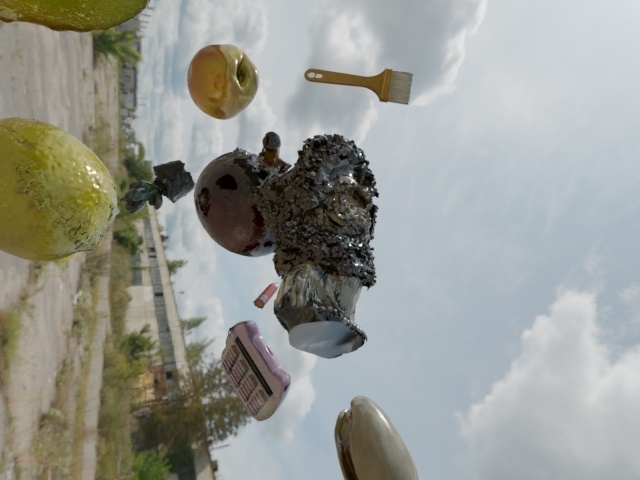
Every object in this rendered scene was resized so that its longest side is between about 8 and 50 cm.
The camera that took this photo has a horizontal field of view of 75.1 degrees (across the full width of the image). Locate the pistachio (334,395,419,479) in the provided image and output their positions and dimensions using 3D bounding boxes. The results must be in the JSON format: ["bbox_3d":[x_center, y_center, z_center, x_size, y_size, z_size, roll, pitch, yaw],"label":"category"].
[{"bbox_3d":[0.138,0.511,0.976,0.166,0.197,0.288,-49,-140,31],"label":"pistachio"}]

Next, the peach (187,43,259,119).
[{"bbox_3d":[-0.414,-0.642,1.713,0.307,0.288,0.289,-3,-92,40],"label":"peach"}]

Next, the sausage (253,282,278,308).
[{"bbox_3d":[-0.207,0.208,1.635,0.050,0.145,0.048,-26,-75,34],"label":"sausage"}]

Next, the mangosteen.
[{"bbox_3d":[-0.129,-0.103,0.848,0.262,0.235,0.236,-60,-142,30],"label":"mangosteen"}]

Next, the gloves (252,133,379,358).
[{"bbox_3d":[0.002,-0.003,0.595,0.135,0.210,0.313,-20,-129,47],"label":"gloves"}]

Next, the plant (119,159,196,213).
[{"bbox_3d":[-0.618,-0.192,1.582,0.149,0.274,0.146,49,-30,10],"label":"plant"}]

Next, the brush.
[{"bbox_3d":[0.092,-0.398,1.041,0.013,0.272,0.103,87,14,-68],"label":"brush"}]

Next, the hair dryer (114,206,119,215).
[{"bbox_3d":[-0.684,-0.119,1.149,0.073,0.131,0.236,11,-35,36],"label":"hair dryer"}]

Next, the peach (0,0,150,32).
[{"bbox_3d":[-0.363,-0.414,0.573,0.274,0.248,0.246,-18,-122,38],"label":"peach"}]

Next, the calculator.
[{"bbox_3d":[-0.149,0.289,0.910,0.194,0.043,0.294,52,-38,16],"label":"calculator"}]

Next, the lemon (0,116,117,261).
[{"bbox_3d":[-0.557,-0.100,0.814,0.258,0.310,0.258,-43,-169,11],"label":"lemon"}]
